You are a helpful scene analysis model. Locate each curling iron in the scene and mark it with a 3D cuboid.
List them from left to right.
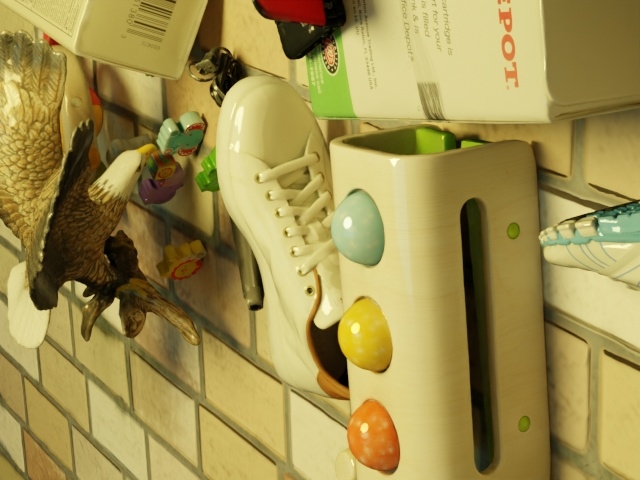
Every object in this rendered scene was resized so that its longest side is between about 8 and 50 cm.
[{"bbox_3d":[-0.082,-0.060,1.365,0.035,0.068,0.274,-23,63,28],"label":"curling iron"}]

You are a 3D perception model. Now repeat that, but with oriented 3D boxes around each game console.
[{"bbox_3d":[-0.044,-0.201,0.998,0.124,0.085,0.144,-28,75,63],"label":"game console"}]

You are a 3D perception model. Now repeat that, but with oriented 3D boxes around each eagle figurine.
[{"bbox_3d":[-0.255,-0.036,1.474,0.226,0.298,0.225,1,59,27],"label":"eagle figurine"}]

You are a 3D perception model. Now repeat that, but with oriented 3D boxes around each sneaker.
[{"bbox_3d":[0.000,0.000,1.250,0.123,0.106,0.290,14,124,57],"label":"sneaker"},{"bbox_3d":[0.204,0.015,0.903,0.191,0.071,0.083,-9,98,62],"label":"sneaker"}]

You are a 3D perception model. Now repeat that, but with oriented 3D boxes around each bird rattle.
[{"bbox_3d":[-0.287,-0.145,1.701,0.207,0.143,0.253,159,109,-69],"label":"bird rattle"}]

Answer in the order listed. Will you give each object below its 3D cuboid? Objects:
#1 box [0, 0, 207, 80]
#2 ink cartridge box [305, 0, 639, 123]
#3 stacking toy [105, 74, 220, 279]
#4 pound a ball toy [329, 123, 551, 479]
[{"bbox_3d":[-0.235,-0.279,1.503,0.311,0.121,0.148,37,110,52],"label":"box"},{"bbox_3d":[0.099,-0.186,0.957,0.289,0.121,0.211,12,110,61],"label":"ink cartridge box"},{"bbox_3d":[-0.151,-0.085,1.547,0.167,0.052,0.221,61,146,25],"label":"stacking toy"},{"bbox_3d":[0.057,0.076,1.127,0.208,0.136,0.319,19,117,58],"label":"pound a ball toy"}]
